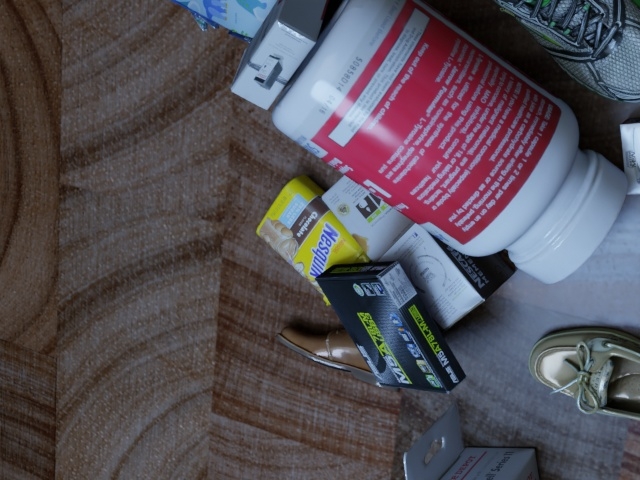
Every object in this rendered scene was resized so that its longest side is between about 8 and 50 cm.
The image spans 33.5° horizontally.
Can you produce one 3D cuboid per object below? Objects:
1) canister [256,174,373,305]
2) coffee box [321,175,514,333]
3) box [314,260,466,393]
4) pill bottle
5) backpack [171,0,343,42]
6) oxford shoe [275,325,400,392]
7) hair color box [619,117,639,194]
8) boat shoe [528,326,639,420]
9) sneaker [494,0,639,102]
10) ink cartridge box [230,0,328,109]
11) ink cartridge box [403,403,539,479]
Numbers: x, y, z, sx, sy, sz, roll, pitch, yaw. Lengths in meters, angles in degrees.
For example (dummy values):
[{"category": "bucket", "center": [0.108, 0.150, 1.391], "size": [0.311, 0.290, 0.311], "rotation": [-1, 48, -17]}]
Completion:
[{"category": "canister", "center": [0.000, 0.000, 1.572], "size": [0.170, 0.073, 0.126], "rotation": [42, 120, 13]}, {"category": "coffee box", "center": [0.135, -0.006, 1.458], "size": [0.098, 0.141, 0.246], "rotation": [-43, 82, 31]}, {"category": "box", "center": [0.092, 0.117, 1.448], "size": [0.190, 0.045, 0.184], "rotation": [59, 154, -13]}, {"category": "pill bottle", "center": [0.163, -0.127, 1.311], "size": [0.408, 0.229, 0.229], "rotation": [34, 119, -8]}, {"category": "backpack", "center": [-0.103, -0.418, 1.424], "size": [0.355, 0.273, 0.290], "rotation": [40, 136, 27]}, {"category": "oxford shoe", "center": [0.033, 0.162, 1.613], "size": [0.212, 0.076, 0.076], "rotation": [17, 87, 20]}, {"category": "hair color box", "center": [0.460, -0.109, 1.307], "size": [0.167, 0.053, 0.093], "rotation": [-2, 104, 27]}, {"category": "boat shoe", "center": [0.407, 0.183, 1.396], "size": [0.285, 0.089, 0.104], "rotation": [6, 107, 27]}, {"category": "sneaker", "center": [0.283, -0.288, 1.296], "size": [0.343, 0.146, 0.134], "rotation": [43, 119, 10]}, {"category": "ink cartridge box", "center": [-0.051, -0.245, 1.329], "size": [0.056, 0.099, 0.135], "rotation": [27, 138, -14]}, {"category": "ink cartridge box", "center": [0.233, 0.425, 1.489], "size": [0.119, 0.207, 0.353], "rotation": [-6, 102, 31]}]
